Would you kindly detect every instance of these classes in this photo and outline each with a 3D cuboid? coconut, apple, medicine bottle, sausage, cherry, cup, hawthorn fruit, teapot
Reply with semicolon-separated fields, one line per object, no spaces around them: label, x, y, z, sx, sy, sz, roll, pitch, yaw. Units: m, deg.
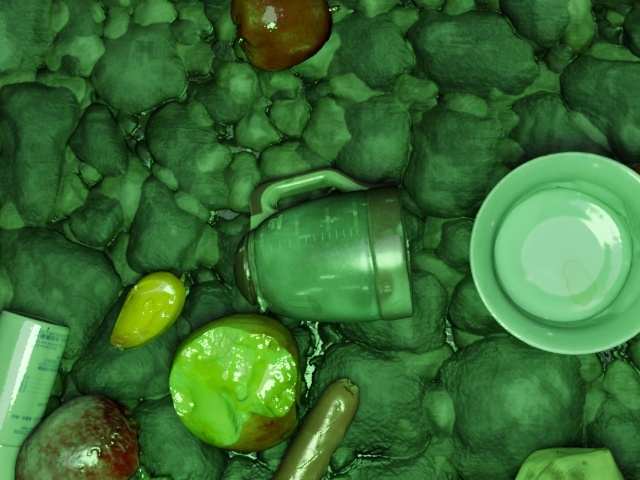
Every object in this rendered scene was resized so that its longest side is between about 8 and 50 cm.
coconut;0.435;0.451;1.637;0.224;0.224;0.224;0;84;1
apple;-0.146;0.248;1.645;0.226;0.246;0.246;-1;84;2
medicine bottle;-0.560;0.303;1.708;0.130;0.130;0.341;15;85;3
sausage;-0.051;0.442;1.705;0.088;0.088;0.433;28;86;4
cherry;-0.427;0.378;1.657;0.250;0.175;0.192;-33;52;-19
cup;0.436;0.026;1.691;0.347;0.163;0.347;0;86;6
hawthorn fruit;-0.061;-0.406;1.748;0.202;0.185;0.185;-10;84;-4
teapot;0.000;0.000;1.700;0.312;0.233;0.315;-6;55;6

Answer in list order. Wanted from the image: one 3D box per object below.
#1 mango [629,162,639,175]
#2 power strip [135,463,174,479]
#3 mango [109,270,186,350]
mango;0.674;-0.038;1.719;0.289;0.129;0.146;28;93;-3
power strip;-0.238;0.577;1.708;0.092;0.066;0.387;-28;86;0
mango;-0.316;0.129;1.754;0.101;0.066;0.187;38;91;-3
